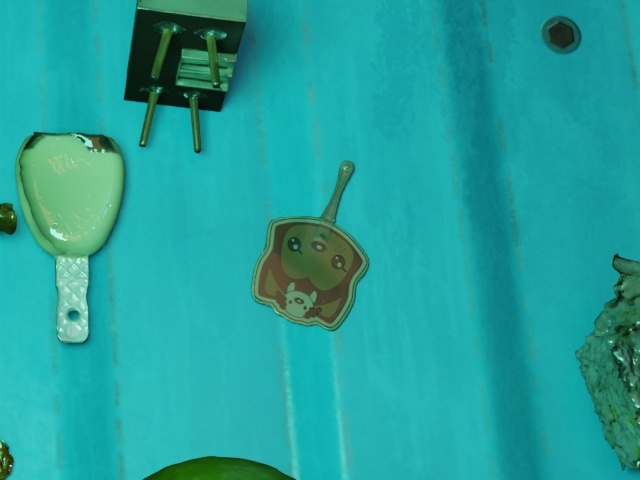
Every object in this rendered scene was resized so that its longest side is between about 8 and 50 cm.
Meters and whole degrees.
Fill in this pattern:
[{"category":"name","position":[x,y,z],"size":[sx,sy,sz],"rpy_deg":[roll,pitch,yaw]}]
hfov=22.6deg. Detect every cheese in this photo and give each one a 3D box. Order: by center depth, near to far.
[{"category":"cheese","position":[-0.289,-0.004,1.851],"size":[0.127,0.054,0.251],"rpy_deg":[1,72,-11]}]

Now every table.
[{"category":"table","position":[-0.161,-0.191,1.839],"size":[0.121,0.240,0.111],"rpy_deg":[5,69,-8]}]

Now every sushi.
[{"category":"sushi","position":[0.408,0.153,1.886],"size":[0.184,0.139,0.274],"rpy_deg":[-16,72,-19]}]

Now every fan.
[{"category":"fan","position":[0.000,0.000,1.929],"size":[0.132,0.009,0.220],"rpy_deg":[21,70,-6]}]

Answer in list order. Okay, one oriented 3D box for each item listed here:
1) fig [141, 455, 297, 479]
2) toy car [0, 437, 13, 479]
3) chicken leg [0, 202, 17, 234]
[{"category":"fig","position":[-0.101,0.361,1.621],"size":[0.316,0.316,0.316],"rpy_deg":[3,71,-10]},{"category":"toy car","position":[-0.392,0.220,1.762],"size":[0.122,0.035,0.059],"rpy_deg":[41,65,7]},{"category":"chicken leg","position":[-0.448,-0.017,1.807],"size":[0.207,0.085,0.101],"rpy_deg":[3,70,-8]}]
